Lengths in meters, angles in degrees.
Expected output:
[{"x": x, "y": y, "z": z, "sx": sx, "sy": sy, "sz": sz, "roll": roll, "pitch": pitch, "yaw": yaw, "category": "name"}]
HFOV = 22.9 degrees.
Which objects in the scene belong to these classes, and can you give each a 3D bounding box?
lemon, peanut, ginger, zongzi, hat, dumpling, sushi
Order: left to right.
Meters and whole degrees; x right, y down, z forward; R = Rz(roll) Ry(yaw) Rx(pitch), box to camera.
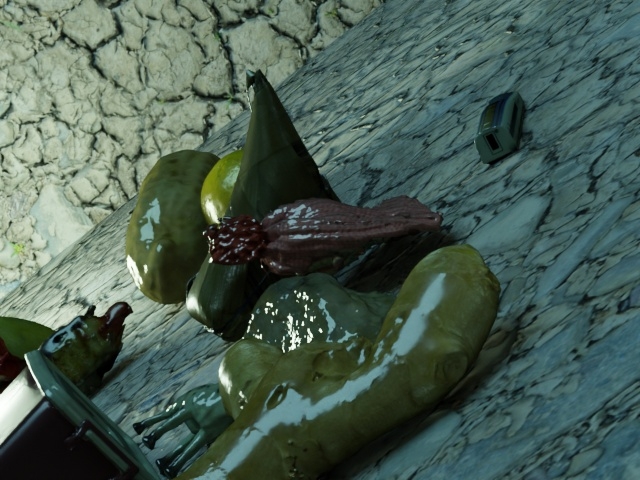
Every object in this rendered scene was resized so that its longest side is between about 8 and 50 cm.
[{"x": -0.365, "y": 0.182, "z": 2.393, "sx": 0.226, "sy": 0.097, "sz": 0.103, "roll": -42, "pitch": -28, "yaw": -8, "category": "sushi"}, {"x": -0.230, "y": -0.023, "z": 2.591, "sx": 0.387, "sy": 0.170, "sz": 0.192, "roll": -79, "pitch": 4, "yaw": -64, "category": "peanut"}, {"x": -0.110, "y": -0.039, "z": 2.091, "sx": 0.260, "sy": 0.289, "sz": 0.123, "roll": -38, "pitch": 26, "yaw": -10, "category": "zongzi"}, {"x": -0.101, "y": -0.063, "z": 2.436, "sx": 0.170, "sy": 0.170, "sz": 0.207, "roll": -37, "pitch": 8, "yaw": -5, "category": "lemon"}, {"x": -0.005, "y": 0.171, "z": 1.495, "sx": 0.363, "sy": 0.122, "sz": 0.348, "roll": -15, "pitch": 31, "yaw": 32, "category": "ginger"}, {"x": 0.000, "y": 0.000, "z": 1.944, "sx": 0.286, "sy": 0.107, "sz": 0.237, "roll": -6, "pitch": -3, "yaw": -13, "category": "hat"}, {"x": 0.002, "y": 0.084, "z": 1.830, "sx": 0.166, "sy": 0.086, "sz": 0.332, "roll": -45, "pitch": 19, "yaw": -24, "category": "dumpling"}]

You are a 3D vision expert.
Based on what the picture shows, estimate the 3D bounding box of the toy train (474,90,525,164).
[{"x": 0.246, "y": -0.172, "z": 2.173, "sx": 0.055, "sy": 0.048, "sz": 0.252, "roll": -29, "pitch": 14, "yaw": 19, "category": "toy train"}]

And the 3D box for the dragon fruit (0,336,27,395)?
[{"x": -0.460, "y": 0.281, "z": 2.216, "sx": 0.205, "sy": 0.152, "sz": 0.316, "roll": 24, "pitch": 97, "yaw": 53, "category": "dragon fruit"}]

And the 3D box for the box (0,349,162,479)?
[{"x": -0.309, "y": 0.256, "z": 1.796, "sx": 0.167, "sy": 0.193, "sz": 0.294, "roll": -44, "pitch": 14, "yaw": -8, "category": "box"}]

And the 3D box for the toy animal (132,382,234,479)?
[{"x": -0.119, "y": 0.194, "z": 1.783, "sx": 0.176, "sy": 0.073, "sz": 0.217, "roll": -33, "pitch": 7, "yaw": -13, "category": "toy animal"}]

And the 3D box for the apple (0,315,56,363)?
[{"x": -0.548, "y": 0.274, "z": 2.572, "sx": 0.360, "sy": 0.312, "sz": 0.320, "roll": -27, "pitch": 60, "yaw": 40, "category": "apple"}]
